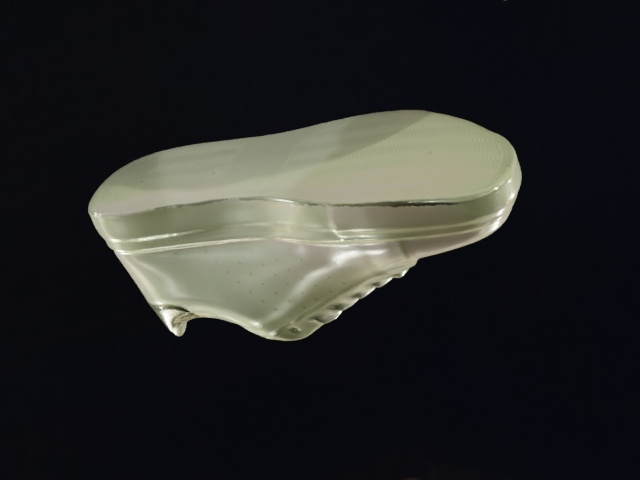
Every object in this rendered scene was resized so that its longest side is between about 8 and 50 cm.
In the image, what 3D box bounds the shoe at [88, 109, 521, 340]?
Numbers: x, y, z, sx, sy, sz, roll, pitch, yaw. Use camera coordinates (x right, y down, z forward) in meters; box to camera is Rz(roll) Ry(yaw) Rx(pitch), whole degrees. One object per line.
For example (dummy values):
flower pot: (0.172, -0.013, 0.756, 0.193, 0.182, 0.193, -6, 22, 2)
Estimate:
shoe: (0.000, 0.000, 1.098, 0.265, 0.095, 0.110, 0, -55, 33)
